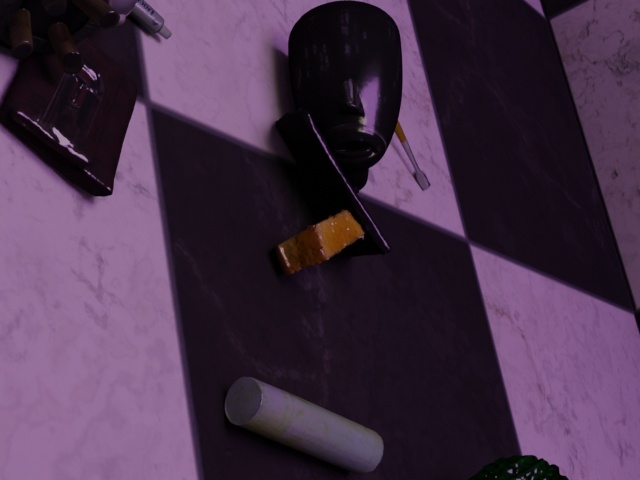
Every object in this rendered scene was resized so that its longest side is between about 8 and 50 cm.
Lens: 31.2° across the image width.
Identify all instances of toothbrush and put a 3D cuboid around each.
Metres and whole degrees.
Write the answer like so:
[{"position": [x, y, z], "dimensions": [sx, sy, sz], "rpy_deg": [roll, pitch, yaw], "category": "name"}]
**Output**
[{"position": [0.161, -0.224, 2.341], "dimensions": [0.024, 0.021, 0.288], "rpy_deg": [-85, 150, -59], "category": "toothbrush"}]

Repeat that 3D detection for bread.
[{"position": [0.000, 0.000, 1.874], "dimensions": [0.187, 0.103, 0.065], "rpy_deg": [-26, 90, -56], "category": "bread"}]

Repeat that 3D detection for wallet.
[{"position": [0.017, -0.094, 1.957], "dimensions": [0.030, 0.146, 0.285], "rpy_deg": [-34, 100, -18], "category": "wallet"}, {"position": [-0.326, -0.187, 1.536], "dimensions": [0.182, 0.049, 0.229], "rpy_deg": [42, 36, -31], "category": "wallet"}]

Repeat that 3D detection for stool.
[{"position": [-0.365, -0.294, 1.443], "dimensions": [0.153, 0.227, 0.139], "rpy_deg": [91, -26, -55], "category": "stool"}]

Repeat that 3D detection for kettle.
[{"position": [0.053, -0.233, 2.051], "dimensions": [0.268, 0.207, 0.290], "rpy_deg": [84, 1, -59], "category": "kettle"}]

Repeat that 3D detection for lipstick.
[{"position": [-0.016, 0.276, 1.677], "dimensions": [0.304, 0.076, 0.076], "rpy_deg": [31, 44, -46], "category": "lipstick"}]

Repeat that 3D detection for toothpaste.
[{"position": [-0.298, -0.371, 1.733], "dimensions": [0.197, 0.029, 0.048], "rpy_deg": [41, 38, -33], "category": "toothpaste"}]

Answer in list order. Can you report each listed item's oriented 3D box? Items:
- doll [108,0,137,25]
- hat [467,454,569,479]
[{"position": [-0.344, -0.434, 1.599], "dimensions": [0.287, 0.150, 0.151], "rpy_deg": [63, 29, -13], "category": "doll"}, {"position": [0.299, 0.522, 1.870], "dimensions": [0.332, 0.242, 0.274], "rpy_deg": [-22, 76, -48], "category": "hat"}]
